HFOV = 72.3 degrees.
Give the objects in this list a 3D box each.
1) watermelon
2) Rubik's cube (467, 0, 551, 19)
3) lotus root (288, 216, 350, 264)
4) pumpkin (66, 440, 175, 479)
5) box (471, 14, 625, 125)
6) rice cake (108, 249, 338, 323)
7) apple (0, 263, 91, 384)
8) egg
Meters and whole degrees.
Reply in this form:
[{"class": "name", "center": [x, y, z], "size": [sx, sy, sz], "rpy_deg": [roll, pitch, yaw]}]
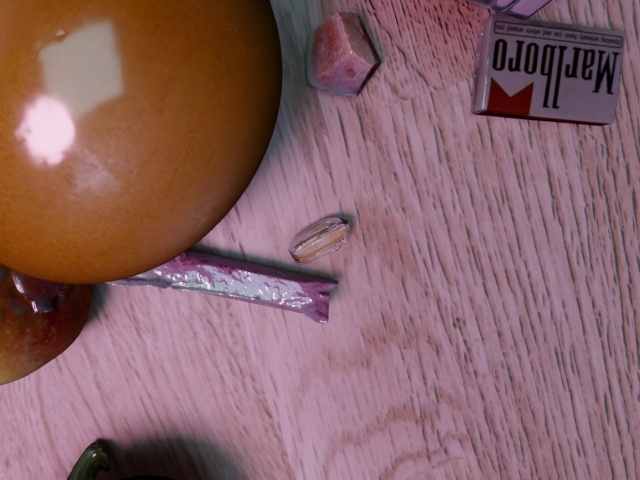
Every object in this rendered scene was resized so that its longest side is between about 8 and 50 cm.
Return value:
[{"class": "watermelon", "center": [0.022, -0.216, 0.511], "size": [0.092, 0.072, 0.085], "rpy_deg": [-33, 81, 4]}, {"class": "Rubik's cube", "center": [0.163, -0.374, 0.403], "size": [0.264, 0.319, 0.319], "rpy_deg": [-43, 100, -25]}, {"class": "lotus root", "center": [-0.001, -0.002, 0.555], "size": [0.083, 0.030, 0.037], "rpy_deg": [-28, 130, 2]}, {"class": "pumpkin", "center": [-0.252, 0.356, 0.502], "size": [0.247, 0.248, 0.248], "rpy_deg": [-1, 97, -5]}, {"class": "box", "center": [0.285, -0.209, 0.549], "size": [0.177, 0.036, 0.115], "rpy_deg": [4, 97, -6]}, {"class": "rice cake", "center": [-0.120, 0.046, 0.526], "size": [0.290, 0.081, 0.051], "rpy_deg": [12, 109, -6]}, {"class": "apple", "center": [-0.364, 0.050, 0.467], "size": [0.207, 0.174, 0.189], "rpy_deg": [-4, 100, -20]}, {"class": "egg", "center": [-0.185, -0.129, 0.395], "size": [0.282, 0.282, 0.351], "rpy_deg": [29, 97, -8]}]
